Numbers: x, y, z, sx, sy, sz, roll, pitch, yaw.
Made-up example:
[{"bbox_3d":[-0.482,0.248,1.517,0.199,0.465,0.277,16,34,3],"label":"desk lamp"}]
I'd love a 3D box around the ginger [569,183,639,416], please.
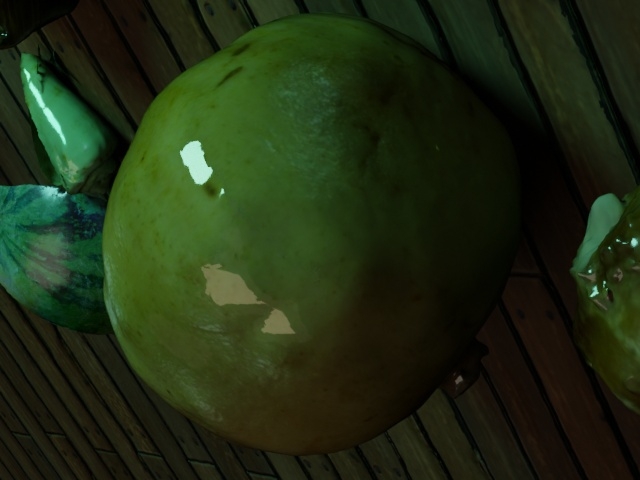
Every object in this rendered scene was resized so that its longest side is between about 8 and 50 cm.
[{"bbox_3d":[0.277,-0.048,0.717,0.254,0.176,0.418,49,141,0],"label":"ginger"}]

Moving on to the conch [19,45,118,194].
[{"bbox_3d":[-0.275,-0.119,1.308,0.106,0.079,0.170,-33,85,49],"label":"conch"}]

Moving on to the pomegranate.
[{"bbox_3d":[0.000,0.000,0.930,0.333,0.332,0.332,27,142,24],"label":"pomegranate"}]

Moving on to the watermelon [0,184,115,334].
[{"bbox_3d":[-0.276,0.004,1.366,0.231,0.128,0.146,24,142,-16],"label":"watermelon"}]

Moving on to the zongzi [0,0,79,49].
[{"bbox_3d":[-0.353,-0.349,1.108,0.288,0.134,0.285,33,138,29],"label":"zongzi"}]
